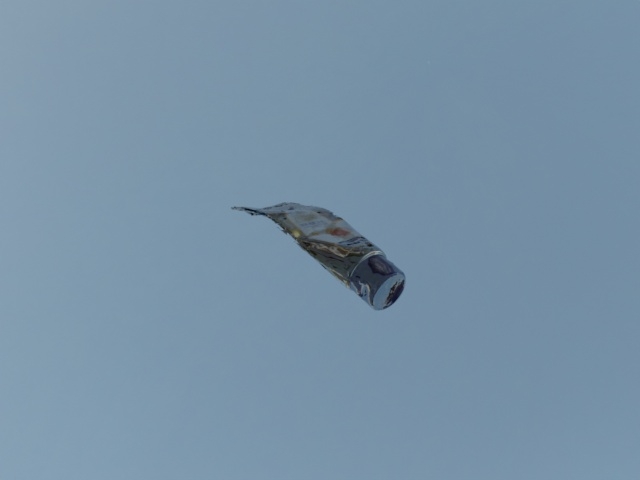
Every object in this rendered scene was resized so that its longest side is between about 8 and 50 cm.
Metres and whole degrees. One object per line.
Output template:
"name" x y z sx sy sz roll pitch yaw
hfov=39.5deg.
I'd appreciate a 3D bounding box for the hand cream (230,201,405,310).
"hand cream" 0.000 0.000 0.695 0.163 0.062 0.039 35 -56 39
